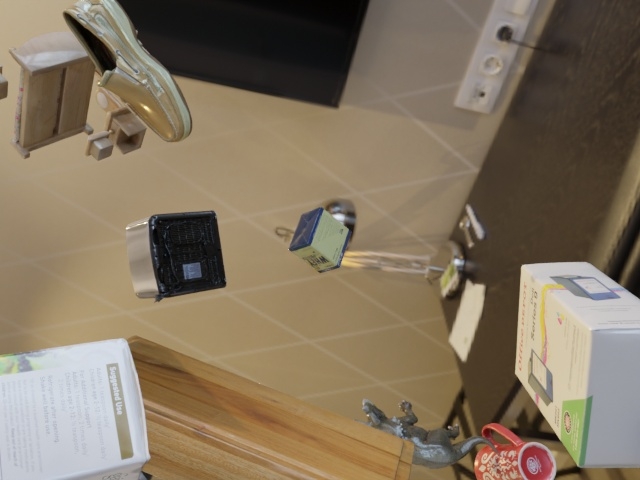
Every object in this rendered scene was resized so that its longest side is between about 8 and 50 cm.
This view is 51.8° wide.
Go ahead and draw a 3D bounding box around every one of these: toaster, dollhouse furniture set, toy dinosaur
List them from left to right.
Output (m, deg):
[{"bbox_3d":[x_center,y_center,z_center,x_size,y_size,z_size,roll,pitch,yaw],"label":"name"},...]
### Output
[{"bbox_3d":[-0.476,-0.260,1.153,0.356,0.174,0.303,-34,-16,-43],"label":"dollhouse furniture set"},{"bbox_3d":[-0.295,0.032,1.330,0.110,0.186,0.168,-11,88,44],"label":"toaster"},{"bbox_3d":[0.221,0.442,1.435,0.160,0.314,0.121,-45,-24,-68],"label":"toy dinosaur"}]

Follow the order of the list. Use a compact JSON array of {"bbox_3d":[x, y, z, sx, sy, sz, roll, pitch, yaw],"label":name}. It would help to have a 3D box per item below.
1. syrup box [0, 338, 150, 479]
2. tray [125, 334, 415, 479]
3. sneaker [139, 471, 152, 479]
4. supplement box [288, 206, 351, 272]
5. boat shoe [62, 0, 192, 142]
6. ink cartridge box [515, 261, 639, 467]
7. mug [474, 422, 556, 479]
[{"bbox_3d":[-0.243,0.141,0.437,0.093,0.237,0.096,-60,44,51],"label":"syrup box"},{"bbox_3d":[-0.098,0.231,0.793,0.203,0.411,0.076,-15,-58,-78],"label":"tray"},{"bbox_3d":[-0.455,0.469,1.434,0.083,0.215,0.084,-54,0,-36],"label":"sneaker"},{"bbox_3d":[0.000,0.000,1.198,0.056,0.083,0.083,-18,43,46],"label":"supplement box"},{"bbox_3d":[-0.226,-0.187,0.757,0.068,0.190,0.072,-31,9,43],"label":"boat shoe"},{"bbox_3d":[0.295,0.127,0.737,0.212,0.093,0.154,-89,-2,-74],"label":"ink cartridge box"},{"bbox_3d":[0.414,0.484,1.442,0.113,0.150,0.169,-47,-3,-26],"label":"mug"}]
